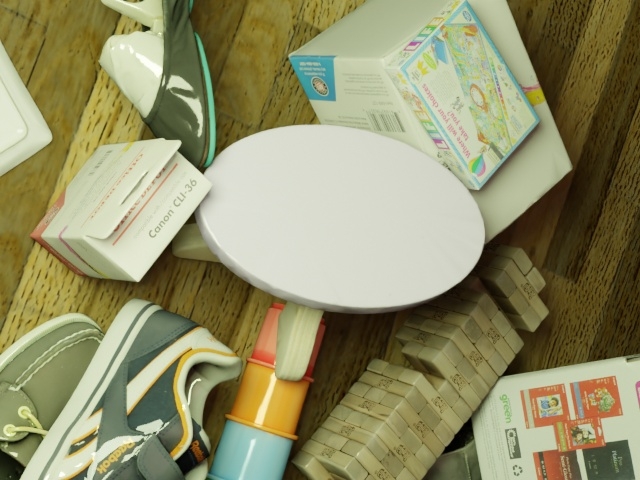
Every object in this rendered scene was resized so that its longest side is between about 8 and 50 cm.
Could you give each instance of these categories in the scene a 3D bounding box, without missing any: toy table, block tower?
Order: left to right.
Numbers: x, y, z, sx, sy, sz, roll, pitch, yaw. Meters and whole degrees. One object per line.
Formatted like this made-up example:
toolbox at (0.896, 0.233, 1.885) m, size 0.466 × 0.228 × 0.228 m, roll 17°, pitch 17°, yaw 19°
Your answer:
toy table at (0.000, 0.000, 1.387) m, size 0.274 × 0.161 × 0.252 m, roll 19°, pitch 69°, yaw -12°
block tower at (0.119, 0.152, 1.574) m, size 0.335 × 0.097 × 0.091 m, roll -49°, pitch 119°, yaw -18°

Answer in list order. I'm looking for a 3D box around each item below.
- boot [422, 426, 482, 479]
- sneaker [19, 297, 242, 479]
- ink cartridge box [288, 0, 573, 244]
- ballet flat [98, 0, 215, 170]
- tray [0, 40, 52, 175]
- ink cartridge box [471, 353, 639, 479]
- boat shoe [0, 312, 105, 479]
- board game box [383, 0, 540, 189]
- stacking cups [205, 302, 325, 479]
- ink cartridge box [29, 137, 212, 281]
boot at (0.187, 0.316, 1.666) m, size 0.189 × 0.076 × 0.209 m, roll -15°, pitch 98°, yaw -34°
sneaker at (-0.178, 0.205, 1.270) m, size 0.126 × 0.127 × 0.321 m, roll 85°, pitch 28°, yaw -62°
ink cartridge box at (0.117, -0.131, 1.486) m, size 0.168 × 0.171 × 0.233 m, roll -38°, pitch 116°, yaw -25°
ballet flat at (-0.155, -0.194, 1.313) m, size 0.096 × 0.095 × 0.280 m, roll 3°, pitch 69°, yaw -22°
tray at (-0.368, -0.078, 1.244) m, size 0.270 × 0.030 × 0.145 m, roll -37°, pitch 115°, yaw -25°
ink cartridge box at (0.328, 0.285, 1.567) m, size 0.130 × 0.272 × 0.309 m, roll 0°, pitch 79°, yaw -54°
boat shoe at (-0.286, 0.198, 1.300) m, size 0.305 × 0.091 × 0.109 m, roll -52°, pitch 121°, yaw -18°
board game box at (0.139, -0.140, 1.377) m, size 0.103 × 0.026 × 0.154 m, roll -47°, pitch 119°, yaw -20°
stacking cups at (-0.072, 0.220, 1.451) m, size 0.096 × 0.096 × 0.316 m, roll 20°, pitch 84°, yaw -35°
ink cartridge box at (-0.174, -0.027, 1.278) m, size 0.067 × 0.198 × 0.115 m, roll 42°, pitch 73°, yaw -22°
